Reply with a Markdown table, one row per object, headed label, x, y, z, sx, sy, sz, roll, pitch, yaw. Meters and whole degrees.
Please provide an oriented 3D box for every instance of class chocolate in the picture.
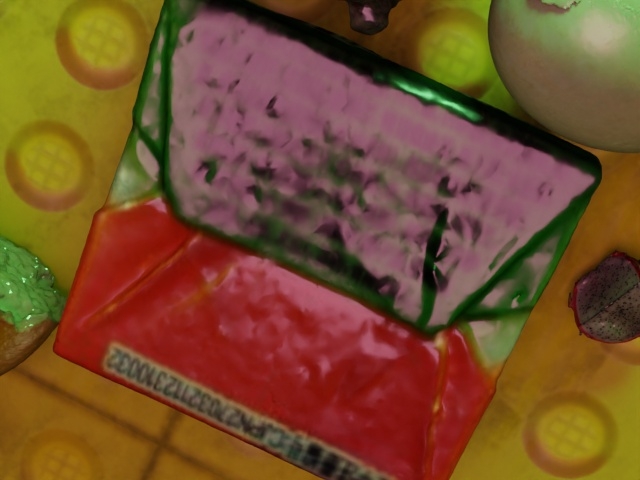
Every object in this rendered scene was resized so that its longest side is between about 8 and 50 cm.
| label | x | y | z | sx | sy | sz | roll | pitch | yaw |
| --- | --- | --- | --- | --- | --- | --- | --- | --- | --- |
| chocolate | 0.000 | 0.000 | 1.075 | 0.360 | 0.161 | 0.341 | 24 | 109 | 2 |

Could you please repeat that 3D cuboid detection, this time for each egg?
| label | x | y | z | sx | sy | sz | roll | pitch | yaw |
| --- | --- | --- | --- | --- | --- | --- | --- | --- | --- |
| egg | 0.237 | -0.159 | 0.960 | 0.186 | 0.253 | 0.186 | 2 | 93 | 50 |

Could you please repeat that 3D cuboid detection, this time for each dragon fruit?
| label | x | y | z | sx | sy | sz | roll | pitch | yaw |
| --- | --- | --- | --- | --- | --- | --- | --- | --- | --- |
| dragon fruit | 0.261 | 0.050 | 1.104 | 0.060 | 0.056 | 0.083 | 32 | 118 | -25 |

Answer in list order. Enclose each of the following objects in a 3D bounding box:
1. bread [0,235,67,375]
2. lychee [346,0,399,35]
| label | x | y | z | sx | sy | sz | roll | pitch | yaw |
| --- | --- | --- | --- | --- | --- | --- | --- | --- | --- |
| bread | -0.405 | 0.026 | 1.146 | 0.314 | 0.171 | 0.192 | 45 | 104 | -5 |
| lychee | 0.045 | -0.288 | 0.934 | 0.255 | 0.255 | 0.274 | 4 | 101 | 8 |
